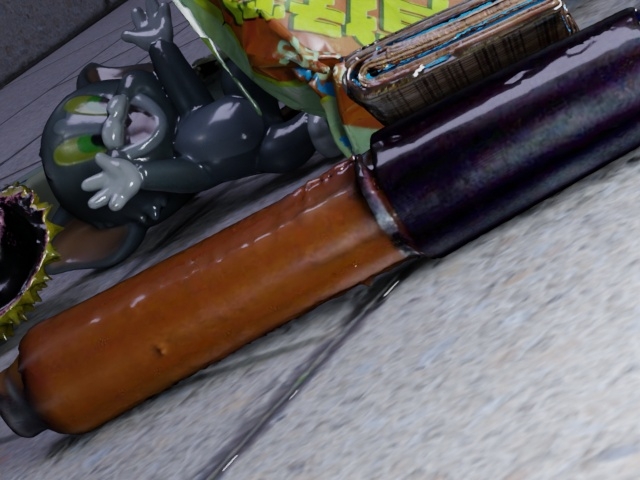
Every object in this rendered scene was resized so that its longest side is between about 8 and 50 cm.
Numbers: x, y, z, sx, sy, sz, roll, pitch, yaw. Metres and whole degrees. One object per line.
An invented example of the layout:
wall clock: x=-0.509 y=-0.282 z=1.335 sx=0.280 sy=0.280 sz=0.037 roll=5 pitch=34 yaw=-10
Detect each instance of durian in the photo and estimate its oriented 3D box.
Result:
durian: x=-0.263 y=0.046 z=1.486 sx=0.187 sy=0.119 sz=0.108 roll=-26 pitch=-24 yaw=6

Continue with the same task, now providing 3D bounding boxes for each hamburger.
hamburger: x=0.024 y=-0.181 z=1.302 sx=0.276 sy=0.260 sz=0.150 roll=-56 pitch=-7 yaw=-28

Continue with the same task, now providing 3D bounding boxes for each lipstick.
lipstick: x=0.000 y=0.000 z=1.028 sx=0.418 sy=0.077 sz=0.077 roll=-28 pitch=13 yaw=19

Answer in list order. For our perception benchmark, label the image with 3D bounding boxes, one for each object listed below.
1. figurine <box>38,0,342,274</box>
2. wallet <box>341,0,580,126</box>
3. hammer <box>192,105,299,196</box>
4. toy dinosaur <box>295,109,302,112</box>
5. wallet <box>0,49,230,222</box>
figurine: x=-0.103 y=-0.090 z=1.480 sx=0.265 sy=0.193 sz=0.140 roll=-7 pitch=-20 yaw=12
wallet: x=0.089 y=-0.091 z=1.077 sx=0.124 sy=0.042 sz=0.230 roll=-23 pitch=-13 yaw=9
hammer: x=-0.070 y=-0.080 z=1.634 sx=0.178 sy=0.021 sz=0.065 roll=-39 pitch=14 yaw=-33
toy dinosaur: x=-0.004 y=-0.207 z=1.561 sx=0.432 sy=0.097 sz=0.208 roll=-21 pitch=-34 yaw=-41
wallet: x=-0.196 y=-0.080 z=1.802 sx=0.309 sy=0.077 sz=0.223 roll=-29 pitch=9 yaw=19
